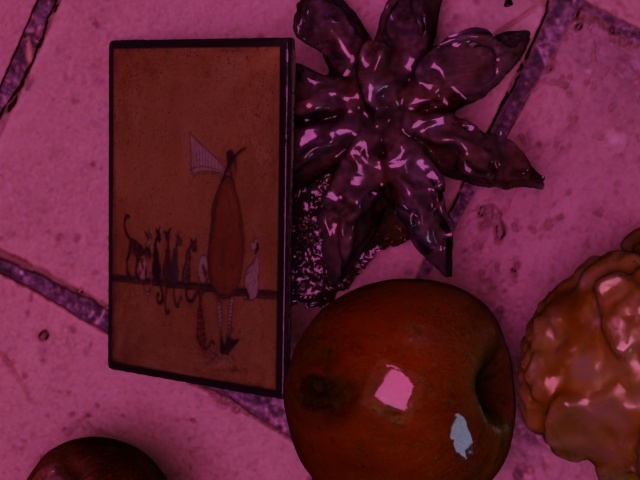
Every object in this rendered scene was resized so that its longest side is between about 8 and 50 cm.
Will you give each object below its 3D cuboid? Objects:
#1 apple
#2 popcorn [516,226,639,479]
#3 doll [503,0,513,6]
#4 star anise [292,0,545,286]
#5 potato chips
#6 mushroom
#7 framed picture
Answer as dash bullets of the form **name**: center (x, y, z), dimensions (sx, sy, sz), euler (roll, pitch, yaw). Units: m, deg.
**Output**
- **apple**: center (0.069, 0.148, 1.601), dimensions (0.207, 0.237, 0.237), euler (-4, 94, 23)
- **popcorn**: center (0.305, 0.111, 1.583), dimensions (0.256, 0.195, 0.255), euler (-12, 83, 10)
- **doll**: center (0.109, -0.335, 1.582), dimensions (0.271, 0.144, 0.208), euler (15, 82, 25)
- **star anise**: center (0.055, -0.115, 1.628), dimensions (0.332, 0.117, 0.331), euler (-1, 81, 9)
- **potato chips**: center (0.000, 0.000, 1.704), dimensions (0.209, 0.026, 0.142), euler (-2, 97, 10)
- **mushroom**: center (-0.225, 0.314, 1.677), dimensions (0.153, 0.253, 0.253), euler (13, 100, -36)
- **framed picture**: center (-0.122, -0.027, 1.660), dimensions (0.255, 0.014, 0.338), euler (6, 96, 42)
